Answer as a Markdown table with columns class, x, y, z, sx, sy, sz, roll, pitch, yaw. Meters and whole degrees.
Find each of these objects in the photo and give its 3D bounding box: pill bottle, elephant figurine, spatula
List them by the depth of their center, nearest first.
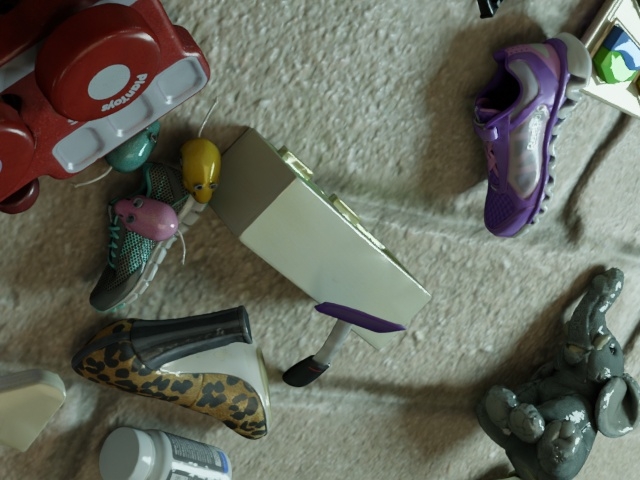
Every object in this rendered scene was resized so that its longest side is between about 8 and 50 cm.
| class | x | y | z | sx | sy | sz | roll | pitch | yaw |
| --- | --- | --- | --- | --- | --- | --- | --- | --- | --- |
| spatula | 0.007 | 0.113 | 1.615 | 0.084 | 0.030 | 0.296 | 20 | 154 | -10 |
| pill bottle | -0.170 | 0.250 | 1.673 | 0.137 | 0.078 | 0.078 | 25 | 107 | -43 |
| elephant figurine | 0.328 | 0.187 | 1.926 | 0.239 | 0.169 | 0.186 | -40 | 167 | -24 |

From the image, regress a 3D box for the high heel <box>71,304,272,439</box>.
| class | x | y | z | sx | sy | sz | roll | pitch | yaw |
| --- | --- | --- | --- | --- | --- | --- | --- | --- | --- |
| high heel | -0.152 | 0.156 | 1.636 | 0.186 | 0.093 | 0.261 | -11 | 145 | 1 |

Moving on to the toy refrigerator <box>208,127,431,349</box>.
| class | x | y | z | sx | sy | sz | roll | pitch | yaw |
| --- | --- | --- | --- | --- | --- | --- | --- | --- | --- |
| toy refrigerator | 0.000 | 0.000 | 1.580 | 0.094 | 0.102 | 0.269 | -46 | 135 | 5 |

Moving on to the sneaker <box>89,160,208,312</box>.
| class | x | y | z | sx | sy | sz | roll | pitch | yaw |
| --- | --- | --- | --- | --- | --- | --- | --- | --- | --- |
| sneaker | -0.183 | -0.008 | 1.487 | 0.076 | 0.065 | 0.166 | 34 | 94 | -27 |

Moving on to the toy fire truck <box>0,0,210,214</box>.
| class | x | y | z | sx | sy | sz | roll | pitch | yaw |
| --- | --- | --- | --- | --- | --- | --- | --- | --- | --- |
| toy fire truck | -0.247 | -0.116 | 1.295 | 0.302 | 0.169 | 0.254 | -36 | 154 | -4 |

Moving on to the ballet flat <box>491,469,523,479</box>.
| class | x | y | z | sx | sy | sz | roll | pitch | yaw |
| --- | --- | --- | --- | --- | --- | --- | --- | --- | --- |
| ballet flat | 0.169 | 0.407 | 2.016 | 0.348 | 0.123 | 0.123 | -31 | 135 | -10 |

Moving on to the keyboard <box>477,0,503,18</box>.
| class | x | y | z | sx | sy | sz | roll | pitch | yaw |
| --- | --- | --- | --- | --- | --- | --- | --- | --- | --- |
| keyboard | 0.193 | -0.291 | 1.479 | 0.180 | 0.023 | 0.108 | -58 | 146 | -29 |

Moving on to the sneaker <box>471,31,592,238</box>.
| class | x | y | z | sx | sy | sz | roll | pitch | yaw |
| --- | --- | --- | --- | --- | --- | --- | --- | --- | --- |
| sneaker | 0.205 | -0.114 | 1.647 | 0.104 | 0.095 | 0.236 | 0 | 118 | -26 |

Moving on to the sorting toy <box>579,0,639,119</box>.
| class | x | y | z | sx | sy | sz | roll | pitch | yaw |
| --- | --- | --- | --- | --- | --- | --- | --- | --- | --- |
| sorting toy | 0.381 | -0.228 | 1.708 | 0.208 | 0.038 | 0.193 | 16 | 112 | -41 |

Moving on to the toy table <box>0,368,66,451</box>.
| class | x | y | z | sx | sy | sz | roll | pitch | yaw |
| --- | --- | --- | --- | --- | --- | --- | --- | --- | --- |
| toy table | -0.356 | 0.186 | 1.337 | 0.161 | 0.252 | 0.274 | 33 | 112 | -26 |

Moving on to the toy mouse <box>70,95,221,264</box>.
| class | x | y | z | sx | sy | sz | roll | pitch | yaw |
| --- | --- | --- | --- | --- | --- | --- | --- | --- | --- |
| toy mouse | -0.161 | -0.056 | 1.435 | 0.143 | 0.031 | 0.161 | -1 | 92 | -17 |
